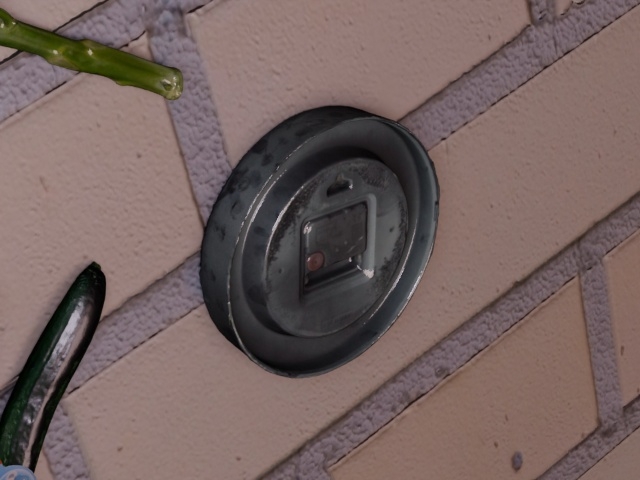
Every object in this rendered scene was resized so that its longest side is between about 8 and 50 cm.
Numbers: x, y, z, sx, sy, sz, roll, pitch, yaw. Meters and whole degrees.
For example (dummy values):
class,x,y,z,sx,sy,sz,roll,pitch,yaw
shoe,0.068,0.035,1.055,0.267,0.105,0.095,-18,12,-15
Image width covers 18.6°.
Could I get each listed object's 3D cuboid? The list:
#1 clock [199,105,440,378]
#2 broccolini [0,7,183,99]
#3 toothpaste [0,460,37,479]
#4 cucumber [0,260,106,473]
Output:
class,x,y,z,sx,sy,sz,roll,pitch,yaw
clock,0.001,0.001,2.148,0.312,0.061,0.312,-22,125,-35
broccolini,-0.257,-0.195,1.778,0.392,0.074,0.079,14,108,-46
toothpaste,-0.325,0.194,1.812,0.070,0.044,0.193,-41,138,-22
cucumber,-0.280,0.154,1.963,0.056,0.056,0.284,21,91,-48
